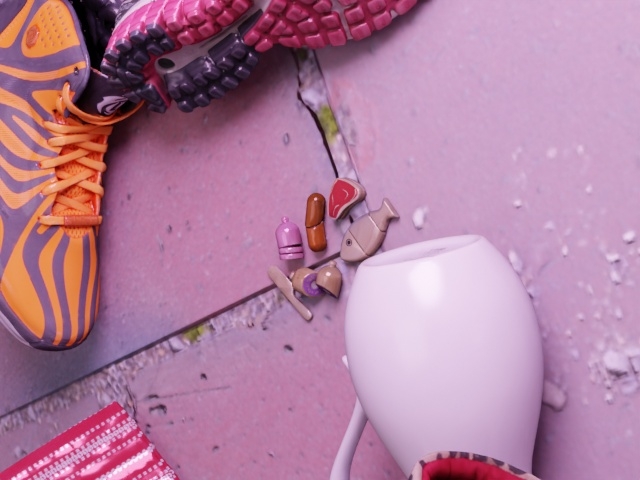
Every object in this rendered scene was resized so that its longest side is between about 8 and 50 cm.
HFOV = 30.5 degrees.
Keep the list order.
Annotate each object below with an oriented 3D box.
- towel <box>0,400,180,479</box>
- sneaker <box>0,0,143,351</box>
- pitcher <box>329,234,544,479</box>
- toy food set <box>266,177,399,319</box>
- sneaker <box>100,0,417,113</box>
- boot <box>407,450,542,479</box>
[{"bbox_3d":[-0.173,0.285,0.955,0.275,0.199,0.031,48,157,25],"label":"towel"},{"bbox_3d":[-0.214,-0.073,0.982,0.180,0.124,0.321,-16,84,39],"label":"sneaker"},{"bbox_3d":[0.066,0.109,0.777,0.178,0.125,0.207,-9,97,32],"label":"pitcher"},{"bbox_3d":[0.000,0.000,0.886,0.078,0.019,0.122,48,120,25],"label":"toy food set"},{"bbox_3d":[-0.041,-0.201,0.848,0.299,0.121,0.112,-17,52,30],"label":"sneaker"},{"bbox_3d":[0.138,0.317,0.680,0.377,0.138,0.284,35,121,17],"label":"boot"}]
